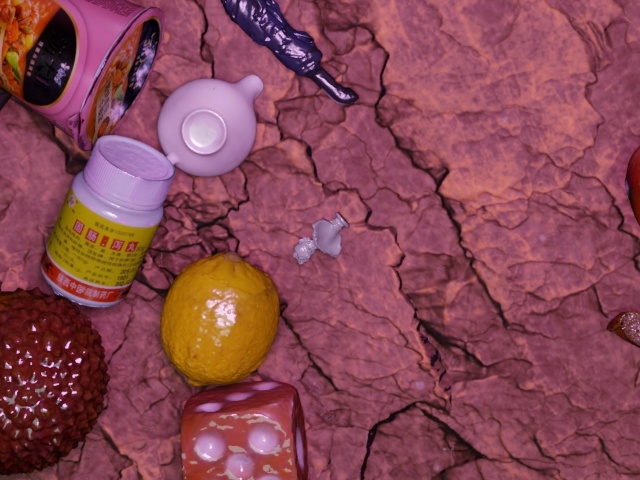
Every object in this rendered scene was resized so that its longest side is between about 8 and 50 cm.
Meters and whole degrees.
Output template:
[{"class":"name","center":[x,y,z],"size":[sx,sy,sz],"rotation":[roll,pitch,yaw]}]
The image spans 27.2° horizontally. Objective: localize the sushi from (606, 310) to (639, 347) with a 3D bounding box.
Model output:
[{"class":"sushi","center":[0.498,0.141,2.010],"size":[0.120,0.055,0.052],"rotation":[28,92,-6]}]

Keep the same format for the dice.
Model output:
[{"class":"dice","center":[-0.114,0.315,1.981],"size":[0.179,0.174,0.175],"rotation":[-8,100,6]}]

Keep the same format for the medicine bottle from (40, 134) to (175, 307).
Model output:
[{"class":"medicine bottle","center":[-0.308,-0.027,1.915],"size":[0.139,0.139,0.225],"rotation":[26,114,-4]}]

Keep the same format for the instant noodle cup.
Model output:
[{"class":"instant noodle cup","center":[-0.383,-0.281,1.869],"size":[0.255,0.244,0.244],"rotation":[28,98,5]}]

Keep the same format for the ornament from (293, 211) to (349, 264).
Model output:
[{"class":"ornament","center":[0.002,-0.003,1.993],"size":[0.092,0.041,0.068],"rotation":[-17,122,-9]}]

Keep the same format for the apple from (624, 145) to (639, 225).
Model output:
[{"class":"apple","center":[0.543,-0.068,1.923],"size":[0.199,0.199,0.199],"rotation":[0,99,0]}]

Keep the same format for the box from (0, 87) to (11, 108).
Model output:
[{"class":"box","center":[-0.551,-0.187,1.866],"size":[0.155,0.231,0.149],"rotation":[37,97,-6]}]

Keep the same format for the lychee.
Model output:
[{"class":"lychee","center":[-0.443,0.205,1.916],"size":[0.276,0.304,0.275],"rotation":[-9,104,-38]}]

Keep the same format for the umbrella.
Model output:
[{"class":"umbrella","center":[-0.044,-0.283,1.936],"size":[0.071,0.071,0.248],"rotation":[-44,95,6]}]

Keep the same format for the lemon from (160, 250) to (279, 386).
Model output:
[{"class":"lemon","center":[-0.148,0.118,1.946],"size":[0.180,0.180,0.193],"rotation":[2,77,0]}]

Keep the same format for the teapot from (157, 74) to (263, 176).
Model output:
[{"class":"teapot","center":[-0.175,-0.159,1.947],"size":[0.226,0.092,0.145],"rotation":[-38,96,9]}]
